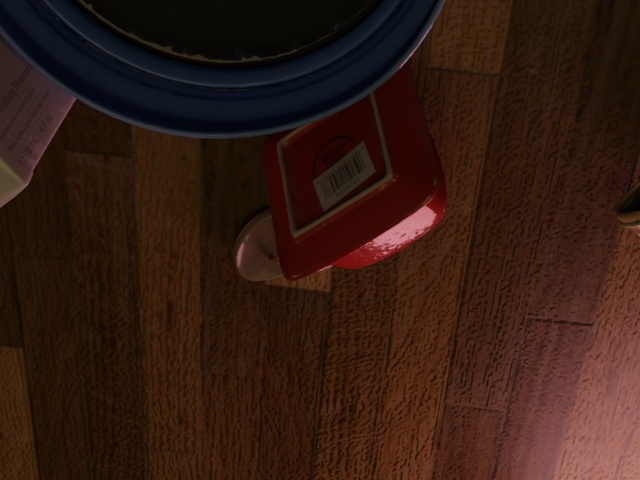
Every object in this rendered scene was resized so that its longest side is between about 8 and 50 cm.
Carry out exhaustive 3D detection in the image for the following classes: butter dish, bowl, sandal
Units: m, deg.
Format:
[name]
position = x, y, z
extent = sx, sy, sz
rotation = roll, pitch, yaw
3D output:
[butter dish]
position = 0.045, -0.044, 0.959
extent = 0.160, 0.160, 0.118
rotation = -31, 139, 26
[bowl]
position = -0.087, -0.260, 0.846
extent = 0.391, 0.077, 0.391
rotation = 4, 127, 6
[sandal]
position = 0.000, 0.000, 1.039
extent = 0.180, 0.049, 0.072
rotation = -12, 123, 17

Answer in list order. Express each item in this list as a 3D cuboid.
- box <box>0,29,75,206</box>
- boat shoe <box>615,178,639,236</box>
[box]
position = -0.306, -0.089, 0.938
extent = 0.182, 0.181, 0.119
rotation = -32, 116, 27
[boat shoe]
position = 0.352, -0.081, 0.892
extent = 0.089, 0.104, 0.285
rotation = 28, 126, -15
